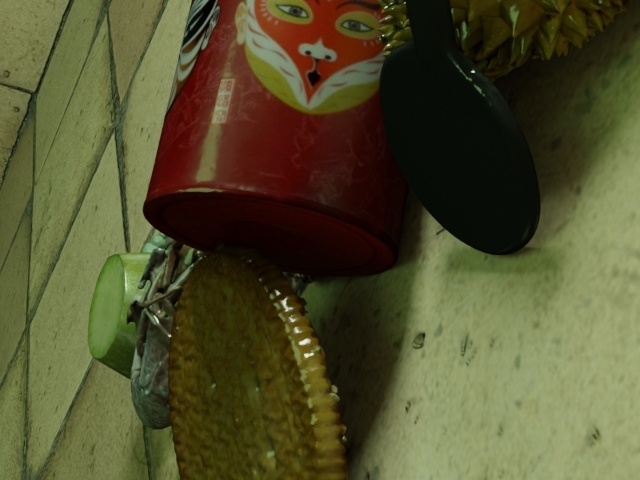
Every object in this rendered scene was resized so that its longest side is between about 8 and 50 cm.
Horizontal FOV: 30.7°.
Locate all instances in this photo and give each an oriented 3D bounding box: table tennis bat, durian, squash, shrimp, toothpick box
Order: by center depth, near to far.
[{"bbox_3d":[0.078,-0.090,0.734,0.150,0.027,0.236,33,146,49],"label":"table tennis bat"},{"bbox_3d":[0.113,-0.186,0.780,0.250,0.138,0.183,143,131,-64],"label":"durian"},{"bbox_3d":[-0.010,-0.157,0.940,0.204,0.204,0.333,-20,55,63],"label":"toothpick box"},{"bbox_3d":[-0.103,0.033,1.086,0.145,0.117,0.343,-59,-6,-68],"label":"shrimp"},{"bbox_3d":[-0.180,0.086,1.277,0.170,0.123,0.170,-36,48,52],"label":"squash"}]

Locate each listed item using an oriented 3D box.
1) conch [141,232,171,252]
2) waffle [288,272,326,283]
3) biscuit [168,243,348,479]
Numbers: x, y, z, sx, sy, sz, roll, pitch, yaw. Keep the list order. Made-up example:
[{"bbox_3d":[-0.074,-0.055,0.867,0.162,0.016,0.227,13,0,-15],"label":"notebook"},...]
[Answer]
[{"bbox_3d":[-0.197,0.057,1.405,0.088,0.065,0.180,46,132,42],"label":"conch"},{"bbox_3d":[0.000,0.000,1.026,0.083,0.029,0.075,-39,42,48],"label":"waffle"},{"bbox_3d":[-0.053,0.152,0.920,0.305,0.038,0.305,21,114,60],"label":"biscuit"}]
